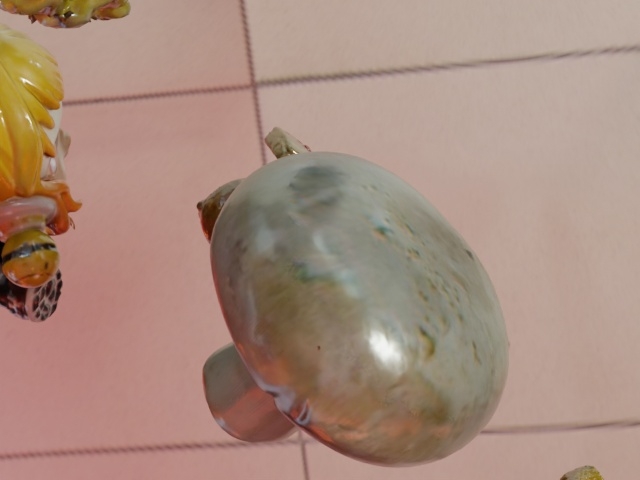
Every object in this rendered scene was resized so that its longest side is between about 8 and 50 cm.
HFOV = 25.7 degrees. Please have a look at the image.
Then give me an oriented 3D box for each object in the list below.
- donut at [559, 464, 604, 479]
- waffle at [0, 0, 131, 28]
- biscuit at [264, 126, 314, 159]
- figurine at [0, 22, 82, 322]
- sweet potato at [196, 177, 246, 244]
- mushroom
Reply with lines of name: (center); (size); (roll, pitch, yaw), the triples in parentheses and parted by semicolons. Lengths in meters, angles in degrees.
donut: (0.175, 0.167, 0.884); (0.067, 0.083, 0.038); (-6, 101, 27)
waffle: (-0.088, -0.221, 0.707); (0.052, 0.245, 0.254); (33, 112, 17)
biscuit: (0.002, -0.065, 1.578); (0.041, 0.239, 0.212); (-42, 68, 1)
figurine: (-0.347, -0.089, 1.404); (0.196, 0.320, 0.323); (-13, 143, -14)
sweet potato: (0.002, 0.001, 1.370); (0.291, 0.097, 0.097); (13, 113, 34)
mushroom: (0.005, 0.069, 1.006); (0.243, 0.243, 0.244); (2, 109, 6)
